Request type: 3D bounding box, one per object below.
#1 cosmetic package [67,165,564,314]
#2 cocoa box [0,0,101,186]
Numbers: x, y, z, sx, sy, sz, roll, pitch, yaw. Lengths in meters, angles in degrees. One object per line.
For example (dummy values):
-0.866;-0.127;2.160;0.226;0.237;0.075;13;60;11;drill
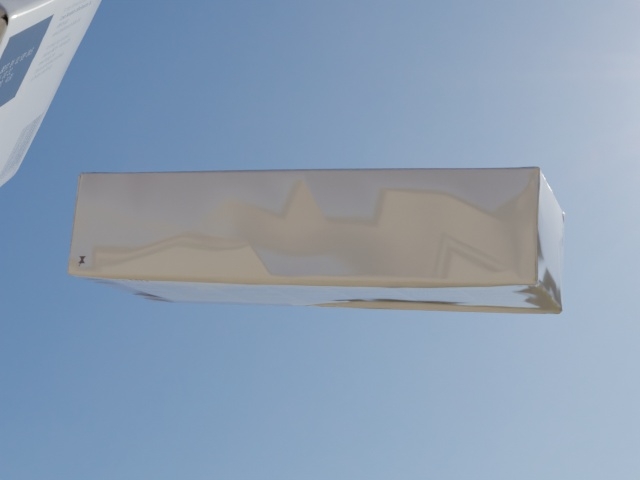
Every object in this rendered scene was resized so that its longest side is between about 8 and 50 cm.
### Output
0.000;0.000;0.584;0.239;0.060;0.099;1;-9;19;cosmetic package
-0.334;-0.151;0.856;0.228;0.347;0.231;28;-74;-8;cocoa box
